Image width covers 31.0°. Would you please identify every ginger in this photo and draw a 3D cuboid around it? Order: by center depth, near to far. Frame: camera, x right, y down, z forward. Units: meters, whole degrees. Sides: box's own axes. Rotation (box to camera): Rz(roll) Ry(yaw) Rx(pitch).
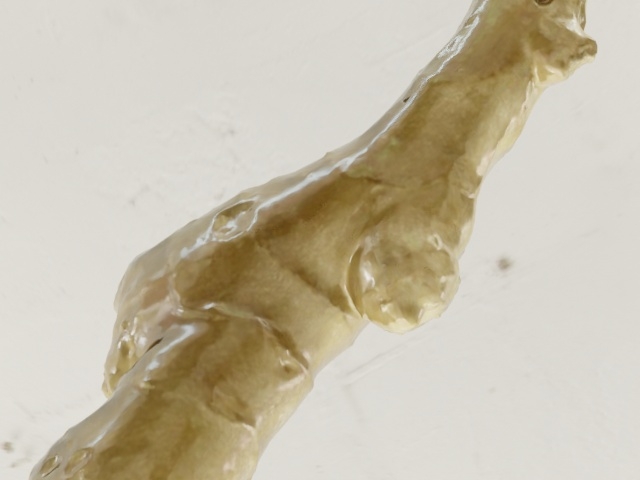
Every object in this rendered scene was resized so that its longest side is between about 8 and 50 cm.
[{"bbox_3d":[0.000,0.000,0.467,0.333,0.148,0.081,-44,-69,-7],"label":"ginger"}]
